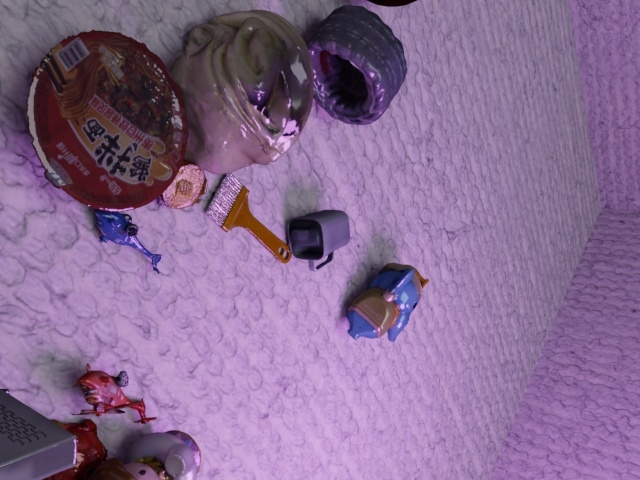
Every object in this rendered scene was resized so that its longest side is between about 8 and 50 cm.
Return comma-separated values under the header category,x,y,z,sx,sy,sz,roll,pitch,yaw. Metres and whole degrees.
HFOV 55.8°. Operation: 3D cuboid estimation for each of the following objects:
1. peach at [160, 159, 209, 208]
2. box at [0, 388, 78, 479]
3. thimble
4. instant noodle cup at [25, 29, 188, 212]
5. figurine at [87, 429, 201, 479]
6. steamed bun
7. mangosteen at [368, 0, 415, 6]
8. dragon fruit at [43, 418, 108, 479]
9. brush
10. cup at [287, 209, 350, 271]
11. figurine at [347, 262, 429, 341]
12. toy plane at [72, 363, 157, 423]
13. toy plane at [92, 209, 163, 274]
category,x,y,z,sx,sy,sz,roll,pitch,yaw
peach,-0.251,-0.106,1.081,0.098,0.061,0.098,-32,146,-25
box,-0.448,0.248,0.742,0.210,0.270,0.045,-9,104,-51
thimble,0.073,-0.388,1.335,0.236,0.205,0.172,41,57,-18
instant noodle cup,-0.342,-0.182,0.942,0.274,0.090,0.274,-10,103,-50
figurine,-0.302,0.414,1.000,0.142,0.189,0.263,51,16,6
steamed bun,-0.127,-0.276,1.101,0.275,0.206,0.320,22,75,-48
mangosteen,0.178,-0.663,1.335,0.297,0.297,0.293,43,33,-45
dragon fruit,-0.394,0.356,0.983,0.112,0.068,0.127,10,88,-53
brush,-0.137,-0.028,1.274,0.272,0.013,0.103,45,62,-44
cup,0.000,0.000,1.372,0.129,0.095,0.128,-23,111,-52
figurine,0.169,0.170,1.593,0.262,0.153,0.180,-45,139,-15
toy plane,-0.336,0.264,1.017,0.194,0.126,0.077,30,45,-47
toy plane,-0.326,-0.001,1.028,0.062,0.054,0.167,-46,132,-4
